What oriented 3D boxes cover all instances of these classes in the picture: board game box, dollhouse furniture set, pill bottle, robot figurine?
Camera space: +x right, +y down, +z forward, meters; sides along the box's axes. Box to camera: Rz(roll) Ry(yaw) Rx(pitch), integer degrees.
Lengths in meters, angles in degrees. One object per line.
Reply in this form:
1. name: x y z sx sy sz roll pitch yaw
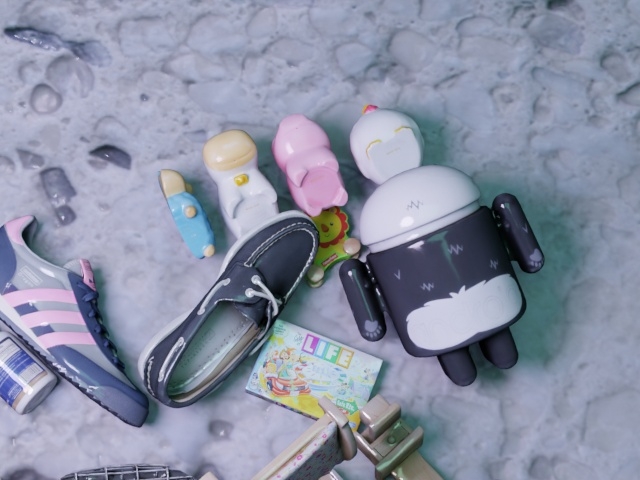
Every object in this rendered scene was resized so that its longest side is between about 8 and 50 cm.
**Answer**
1. board game box: -0.009 0.177 1.633 0.154 0.026 0.103 21 72 1
2. dollhouse furniture set: 0.032 0.294 1.416 0.303 0.355 0.174 -40 69 -16
3. pill bottle: -0.396 0.157 1.581 0.120 0.067 0.067 42 74 8
4. robot figurine: 0.157 0.041 1.600 0.209 0.173 0.278 -25 94 -40

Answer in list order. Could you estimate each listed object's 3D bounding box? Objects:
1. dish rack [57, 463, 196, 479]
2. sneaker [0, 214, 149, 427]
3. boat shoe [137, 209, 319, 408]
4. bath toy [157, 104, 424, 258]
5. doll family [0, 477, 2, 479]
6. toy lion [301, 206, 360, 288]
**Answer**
1. dish rack: -0.226 0.397 1.447 0.208 0.074 0.272 2 70 -27
2. sneaker: -0.312 0.096 1.585 0.319 0.112 0.131 42 77 7
3. boat shoe: -0.100 0.092 1.587 0.114 0.091 0.302 42 86 -28
4. bath toy: -0.036 -0.098 1.668 0.348 0.129 0.151 -19 113 -8
5. doll family: -0.360 0.401 1.483 0.163 0.118 0.263 -13 75 -9
6. toy lion: 0.000 0.000 1.687 0.100 0.034 0.096 -36 73 -14
